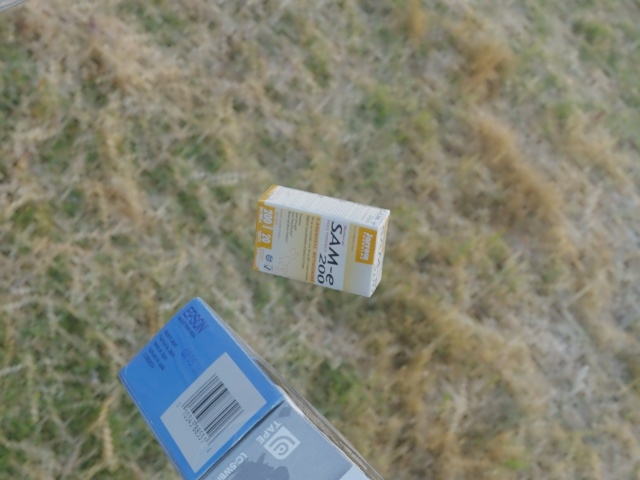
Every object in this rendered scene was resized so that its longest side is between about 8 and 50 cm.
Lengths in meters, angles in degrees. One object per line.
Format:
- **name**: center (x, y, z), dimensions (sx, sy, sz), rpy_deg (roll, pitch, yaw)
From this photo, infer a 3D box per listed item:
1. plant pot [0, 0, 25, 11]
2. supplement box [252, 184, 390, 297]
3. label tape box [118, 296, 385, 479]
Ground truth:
- **plant pot**: center (-0.144, -0.143, 0.372), dimensions (0.167, 0.165, 0.167), rpy_deg (-10, 107, -37)
- **supplement box**: center (0.000, 0.000, 1.113), dimensions (0.098, 0.062, 0.036), rpy_deg (12, 27, 14)
- **label tape box**: center (-0.001, 0.221, 1.222), dimensions (0.334, 0.106, 0.240), rpy_deg (47, -3, -27)
